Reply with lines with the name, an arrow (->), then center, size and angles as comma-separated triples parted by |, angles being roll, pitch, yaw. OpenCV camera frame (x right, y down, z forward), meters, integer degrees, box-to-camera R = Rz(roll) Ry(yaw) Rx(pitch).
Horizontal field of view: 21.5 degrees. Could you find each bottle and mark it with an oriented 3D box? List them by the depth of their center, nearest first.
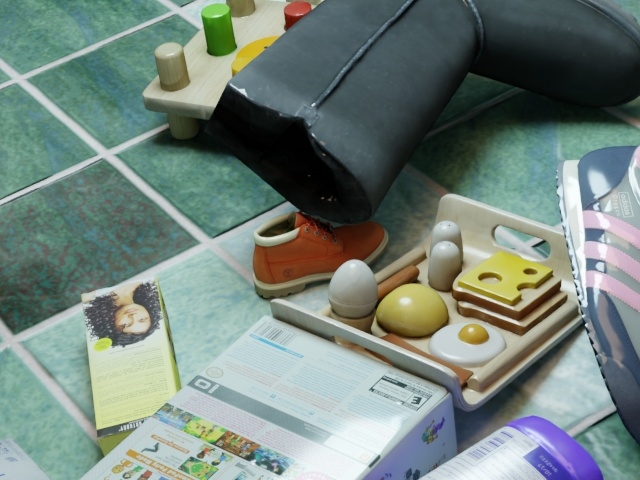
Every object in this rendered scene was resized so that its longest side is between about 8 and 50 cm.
bottle -> 0.107, 0.257, 1.430 | 0.283, 0.092, 0.118 | -29, 43, -24

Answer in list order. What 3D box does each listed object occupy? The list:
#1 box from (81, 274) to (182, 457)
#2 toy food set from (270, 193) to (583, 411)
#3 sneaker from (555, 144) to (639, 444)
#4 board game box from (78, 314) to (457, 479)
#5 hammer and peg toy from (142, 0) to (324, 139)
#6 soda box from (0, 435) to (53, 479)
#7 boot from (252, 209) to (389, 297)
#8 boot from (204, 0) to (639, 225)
box -> -0.186, 0.132, 1.687 | 0.087, 0.058, 0.232 | -15, 37, -3
toy food set -> 0.128, 0.045, 1.680 | 0.220, 0.092, 0.306 | 20, 35, 33
sneaker -> 0.311, 0.037, 1.594 | 0.131, 0.112, 0.319 | -17, 57, 16
board game box -> -0.053, 0.218, 1.515 | 0.224, 0.097, 0.303 | 20, 44, 35
hammer and peg toy -> -0.027, -0.252, 2.111 | 0.266, 0.127, 0.361 | 11, 41, 24
soda box -> -0.269, 0.252, 1.426 | 0.098, 0.091, 0.286 | -13, 13, -22
boot -> 0.000, 0.000, 1.806 | 0.158, 0.084, 0.059 | -19, 36, -16
boot -> 0.136, -0.166, 1.874 | 0.367, 0.146, 0.445 | 26, 41, 15
